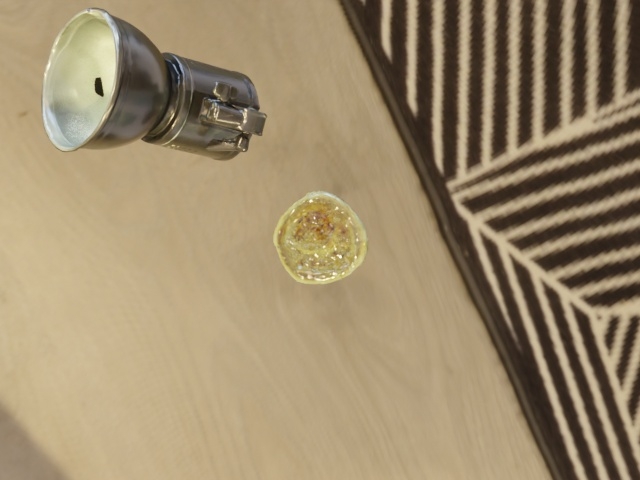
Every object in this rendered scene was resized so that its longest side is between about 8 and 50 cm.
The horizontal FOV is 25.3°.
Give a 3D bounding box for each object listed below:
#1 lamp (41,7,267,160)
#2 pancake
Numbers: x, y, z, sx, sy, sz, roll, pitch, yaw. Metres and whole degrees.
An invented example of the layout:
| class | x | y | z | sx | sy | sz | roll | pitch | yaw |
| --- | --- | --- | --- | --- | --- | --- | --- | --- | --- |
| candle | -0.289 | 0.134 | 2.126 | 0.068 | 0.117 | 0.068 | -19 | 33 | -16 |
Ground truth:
| class | x | y | z | sx | sy | sz | roll | pitch | yaw |
| --- | --- | --- | --- | --- | --- | --- | --- | --- | --- |
| lamp | -0.151 | -0.143 | 1.477 | 0.227 | 0.172 | 0.147 | 10 | 93 | -39 |
| pancake | -0.001 | 0.001 | 1.552 | 0.108 | 0.017 | 0.108 | 1 | 92 | 16 |
